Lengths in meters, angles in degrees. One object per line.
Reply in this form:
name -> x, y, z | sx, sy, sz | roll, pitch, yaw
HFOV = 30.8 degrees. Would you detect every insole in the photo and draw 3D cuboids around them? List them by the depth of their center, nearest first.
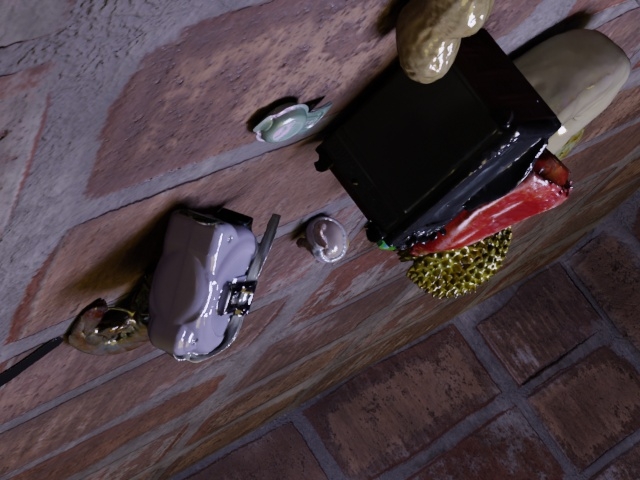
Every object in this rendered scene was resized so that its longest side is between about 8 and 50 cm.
insole -> -0.411, 0.174, 1.564 | 0.153, 0.002, 0.053 | -35, 167, 3

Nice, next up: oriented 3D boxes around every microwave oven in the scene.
microwave oven -> 0.152, -0.125, 1.467 | 0.247, 0.188, 0.178 | -41, 165, 28

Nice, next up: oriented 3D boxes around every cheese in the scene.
cheese -> -0.034, -0.136, 1.334 | 0.067, 0.026, 0.121 | -42, 165, 30
cheese -> 0.324, -0.183, 1.792 | 0.328, 0.129, 0.351 | -34, 165, 5

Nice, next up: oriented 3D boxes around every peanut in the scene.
peanut -> 0.131, -0.240, 1.245 | 0.082, 0.082, 0.187 | -25, 163, -35

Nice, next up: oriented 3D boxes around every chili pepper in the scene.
chili pepper -> 0.218, -0.048, 1.614 | 0.253, 0.136, 0.144 | -35, -161, 22

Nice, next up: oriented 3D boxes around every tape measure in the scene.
tape measure -> -0.136, 0.051, 1.461 | 0.178, 0.105, 0.196 | -26, 131, -67

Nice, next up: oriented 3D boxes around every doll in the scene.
doll -> 0.000, 0.000, 1.813 | 0.084, 0.073, 0.127 | -4, 175, 13

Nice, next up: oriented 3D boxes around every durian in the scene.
durian -> 0.238, -0.016, 2.074 | 0.237, 0.193, 0.138 | -42, 129, 6

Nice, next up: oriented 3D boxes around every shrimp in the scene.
shrimp -> -0.254, 0.092, 1.558 | 0.144, 0.052, 0.251 | -9, 147, -35

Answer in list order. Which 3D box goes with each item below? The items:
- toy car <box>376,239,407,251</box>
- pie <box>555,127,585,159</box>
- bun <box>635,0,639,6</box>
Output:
toy car -> 0.148, -0.048, 1.994 | 0.062, 0.071, 0.165 | -5, 151, -38
pie -> 0.373, -0.166, 2.069 | 0.201, 0.090, 0.248 | -45, 162, 25
bun -> 0.489, -0.381, 1.608 | 0.138, 0.094, 0.138 | -9, 137, -8
